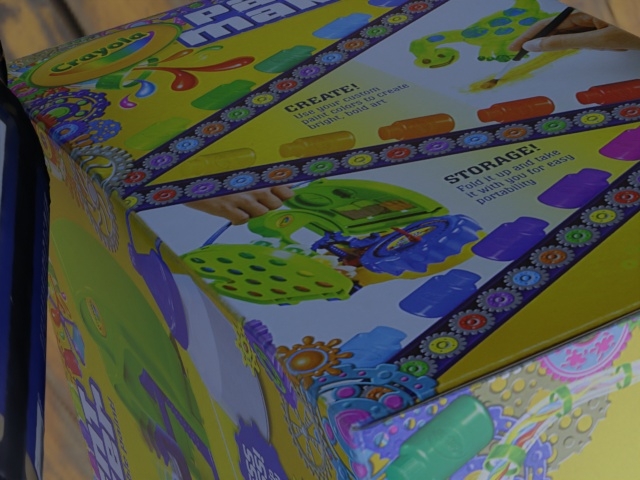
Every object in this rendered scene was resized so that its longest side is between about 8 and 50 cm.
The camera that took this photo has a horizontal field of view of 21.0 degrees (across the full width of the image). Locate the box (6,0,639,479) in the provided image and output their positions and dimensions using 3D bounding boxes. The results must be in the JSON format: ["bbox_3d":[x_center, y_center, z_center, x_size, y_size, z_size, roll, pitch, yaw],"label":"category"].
[{"bbox_3d":[0.042,0.086,0.577,0.177,0.279,0.289,-21,120,-19],"label":"box"}]

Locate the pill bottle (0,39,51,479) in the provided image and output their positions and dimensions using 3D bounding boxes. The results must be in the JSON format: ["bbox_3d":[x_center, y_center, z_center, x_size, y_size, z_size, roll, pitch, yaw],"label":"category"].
[{"bbox_3d":[-0.134,0.014,0.462,0.123,0.219,0.122,-4,128,-5],"label":"pill bottle"}]
